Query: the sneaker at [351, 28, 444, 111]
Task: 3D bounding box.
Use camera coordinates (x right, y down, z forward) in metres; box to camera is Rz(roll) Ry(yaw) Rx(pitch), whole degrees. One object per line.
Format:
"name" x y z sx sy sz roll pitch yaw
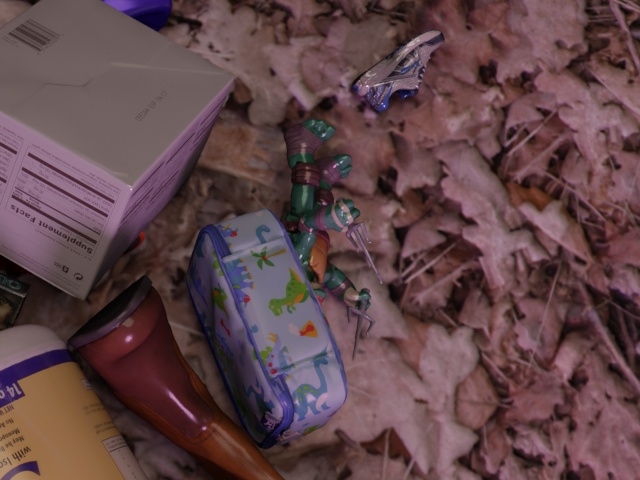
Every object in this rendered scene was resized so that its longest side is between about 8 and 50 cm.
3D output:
"sneaker" 0.100 -0.199 1.537 0.135 0.052 0.058 -38 96 -19

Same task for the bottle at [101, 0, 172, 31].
"bottle" -0.273 -0.346 1.433 0.118 0.092 0.283 -26 80 -26

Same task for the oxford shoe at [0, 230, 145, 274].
"oxford shoe" -0.312 -0.024 1.300 0.271 0.097 0.098 0 65 -19

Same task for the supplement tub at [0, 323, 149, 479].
"supplement tub" -0.254 0.267 1.127 0.241 0.241 0.331 -30 82 -26

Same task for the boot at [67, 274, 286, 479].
"boot" -0.111 0.175 1.203 0.096 0.264 0.280 -41 86 -23

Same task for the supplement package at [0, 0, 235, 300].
"supplement package" -0.238 -0.104 1.255 0.204 0.145 0.262 29 33 1

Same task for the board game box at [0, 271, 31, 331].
"board game box" -0.384 0.056 1.233 0.186 0.126 0.026 25 27 -9

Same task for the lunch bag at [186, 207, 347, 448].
"lunch bag" -0.058 0.093 1.300 0.090 0.176 0.219 -19 76 -19

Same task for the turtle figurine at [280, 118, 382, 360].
"turtle figurine" 0.000 0.000 1.374 0.118 0.175 0.234 -2 62 -1
